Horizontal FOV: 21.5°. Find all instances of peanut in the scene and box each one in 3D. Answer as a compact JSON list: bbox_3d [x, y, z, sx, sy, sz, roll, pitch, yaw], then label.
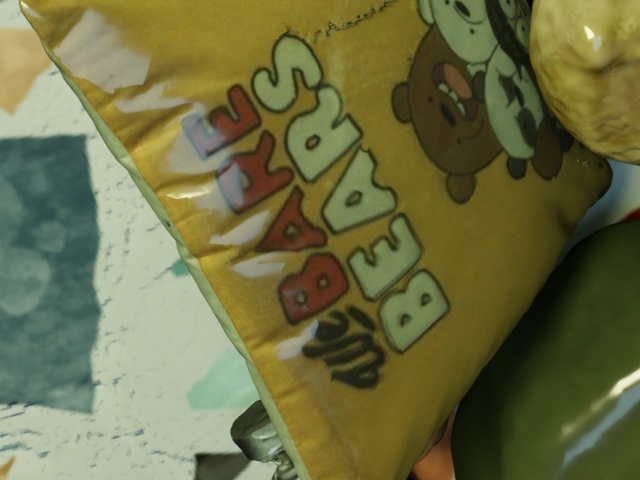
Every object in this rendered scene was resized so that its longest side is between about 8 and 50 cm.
[{"bbox_3d":[0.174,-0.095,0.857,0.110,0.236,0.120,21,96,33],"label":"peanut"}]

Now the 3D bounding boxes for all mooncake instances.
[{"bbox_3d":[0.235,0.144,0.973,0.351,0.187,0.351,-1,118,-2],"label":"mooncake"}]

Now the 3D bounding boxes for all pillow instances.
[{"bbox_3d":[0.024,-0.060,0.829,0.119,0.312,0.310,-3,124,42],"label":"pillow"}]

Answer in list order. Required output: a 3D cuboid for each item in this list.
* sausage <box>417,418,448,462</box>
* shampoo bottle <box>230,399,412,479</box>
[{"bbox_3d":[-0.001,-0.001,0.952,0.086,0.086,0.289,-22,114,8],"label":"sausage"},{"bbox_3d":[0.046,0.220,1.065,0.098,0.071,0.309,-31,110,15],"label":"shampoo bottle"}]
